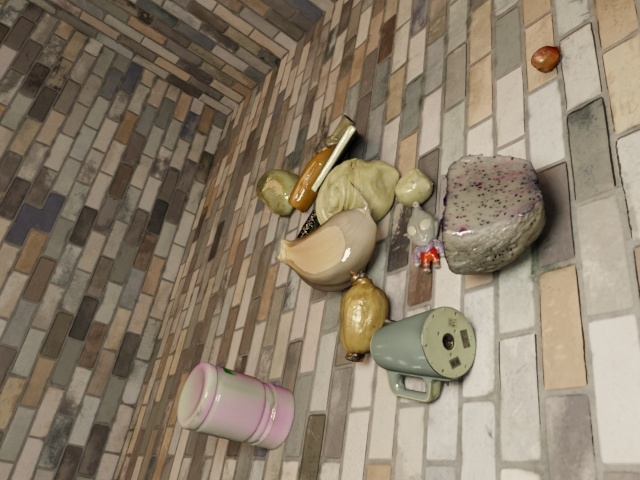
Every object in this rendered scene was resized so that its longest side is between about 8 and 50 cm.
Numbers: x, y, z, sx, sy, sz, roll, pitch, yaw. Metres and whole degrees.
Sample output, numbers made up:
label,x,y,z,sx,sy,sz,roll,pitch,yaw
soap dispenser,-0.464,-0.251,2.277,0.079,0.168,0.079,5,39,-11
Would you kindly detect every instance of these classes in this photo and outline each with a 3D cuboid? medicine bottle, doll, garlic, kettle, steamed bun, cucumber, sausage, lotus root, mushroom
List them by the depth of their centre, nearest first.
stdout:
label,x,y,z,sx,sy,sz,roll,pitch,yaw
kettle,0.238,0.281,1.238,0.243,0.159,0.211,-28,72,57
doll,0.292,-0.016,1.444,0.102,0.075,0.228,-23,57,28
lotus root,0.123,0.218,1.462,0.154,0.140,0.257,109,170,-74
steamed bun,0.283,-0.152,1.545,0.112,0.091,0.130,-46,16,11
garlic,0.066,0.029,1.631,0.340,0.231,0.246,-41,59,9
medicine bottle,-0.272,0.538,1.658,0.212,0.325,0.212,-41,36,38
steamed bun,0.097,-0.156,1.748,0.289,0.203,0.276,-9,58,58
cucumber,-0.052,-0.036,2.049,0.245,0.067,0.067,-59,28,11
sausage,-0.026,-0.273,2.163,0.328,0.112,0.112,-60,28,1
mushroom,-0.196,-0.240,2.358,0.189,0.164,0.267,-46,33,32

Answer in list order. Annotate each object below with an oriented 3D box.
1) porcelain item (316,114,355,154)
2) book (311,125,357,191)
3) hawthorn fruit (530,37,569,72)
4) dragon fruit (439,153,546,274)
label,x,y,z,sx,sy,sz,roll,pitch,yaw
porcelain item,0.061,-0.438,2.204,0.213,0.054,0.084,-51,28,20
book,0.061,-0.308,1.936,0.264,0.031,0.379,-57,0,11
hawthorn fruit,0.597,-0.487,1.326,0.103,0.066,0.067,-53,29,24
dragon fruit,0.399,-0.047,1.175,0.221,0.204,0.283,-9,42,24
